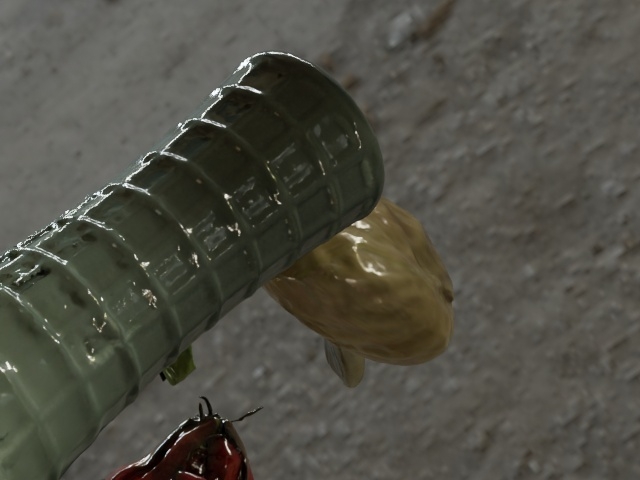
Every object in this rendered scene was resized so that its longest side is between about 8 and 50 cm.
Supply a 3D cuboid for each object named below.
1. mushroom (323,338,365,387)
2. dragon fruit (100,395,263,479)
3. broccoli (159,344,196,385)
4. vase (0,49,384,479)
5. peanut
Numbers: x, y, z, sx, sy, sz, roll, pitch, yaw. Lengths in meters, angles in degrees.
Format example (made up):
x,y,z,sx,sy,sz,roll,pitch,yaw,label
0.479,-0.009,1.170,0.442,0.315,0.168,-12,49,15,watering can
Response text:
x,y,z,sx,sy,sz,roll,pitch,yaw,label
0.012,0.060,1.546,0.054,0.202,0.059,-25,41,-11,mushroom
-0.124,0.287,1.551,0.293,0.233,0.234,-58,37,5,dragon fruit
-0.169,0.058,1.715,0.118,0.204,0.122,-19,30,-4,broccoli
-0.102,0.020,0.857,0.143,0.143,0.299,12,44,47,vase
0.000,0.000,1.213,0.233,0.196,0.110,36,96,47,peanut
